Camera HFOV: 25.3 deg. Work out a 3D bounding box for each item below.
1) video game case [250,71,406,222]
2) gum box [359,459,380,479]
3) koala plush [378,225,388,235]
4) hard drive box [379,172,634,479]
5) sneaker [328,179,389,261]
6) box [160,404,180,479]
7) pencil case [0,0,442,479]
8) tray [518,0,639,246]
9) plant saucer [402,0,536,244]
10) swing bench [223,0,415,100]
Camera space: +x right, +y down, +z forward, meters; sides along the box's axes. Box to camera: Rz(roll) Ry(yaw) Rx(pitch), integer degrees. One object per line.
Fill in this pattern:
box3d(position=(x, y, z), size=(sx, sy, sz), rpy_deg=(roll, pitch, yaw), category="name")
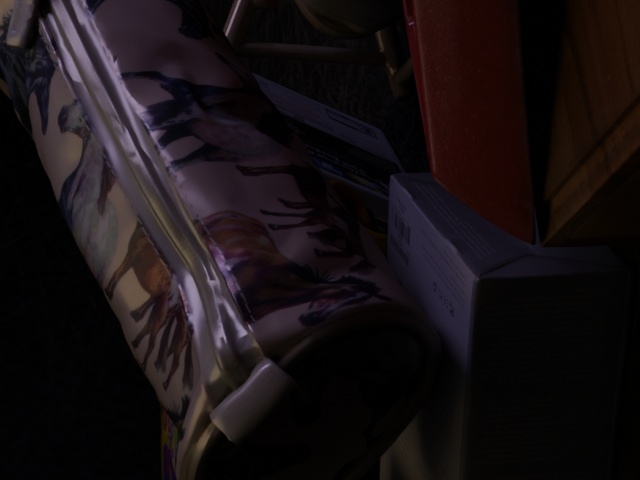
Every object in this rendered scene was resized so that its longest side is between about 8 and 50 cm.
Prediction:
box3d(position=(-0.014, -0.081, 1.144), size=(0.022, 0.190, 0.173), rpy_deg=(-60, 23, 19), category="video game case")
box3d(position=(0.033, 0.223, 1.145), size=(0.157, 0.041, 0.184), rpy_deg=(56, -166, -40), category="gum box")
box3d(position=(-0.062, 0.025, 1.283), size=(0.203, 0.221, 0.196), rpy_deg=(95, 165, -50), category="koala plush")
box3d(position=(0.098, 0.094, 0.838), size=(0.181, 0.089, 0.232), rpy_deg=(-118, 28, -66), category="hard drive box")
box3d(position=(0.000, 0.000, 0.984), size=(0.092, 0.088, 0.225), rpy_deg=(-62, 23, 9), category="sneaker")
box3d(position=(-0.070, 0.217, 1.514), size=(0.290, 0.177, 0.279), rpy_deg=(-126, 36, -70), category="box")
box3d(position=(-0.081, -0.029, 0.843), size=(0.160, 0.183, 0.410), rpy_deg=(-43, 53, 16), category="pencil case")
box3d(position=(0.129, -0.223, 0.651), size=(0.203, 0.076, 0.410), rpy_deg=(116, 148, -69), category="tray")
box3d(position=(0.060, -0.164, 0.719), size=(0.258, 0.048, 0.259), rpy_deg=(-91, -8, -61), category="plant saucer")
box3d(position=(0.016, -0.251, 1.009), size=(0.253, 0.165, 0.254), rpy_deg=(150, 122, -78), category="swing bench")
